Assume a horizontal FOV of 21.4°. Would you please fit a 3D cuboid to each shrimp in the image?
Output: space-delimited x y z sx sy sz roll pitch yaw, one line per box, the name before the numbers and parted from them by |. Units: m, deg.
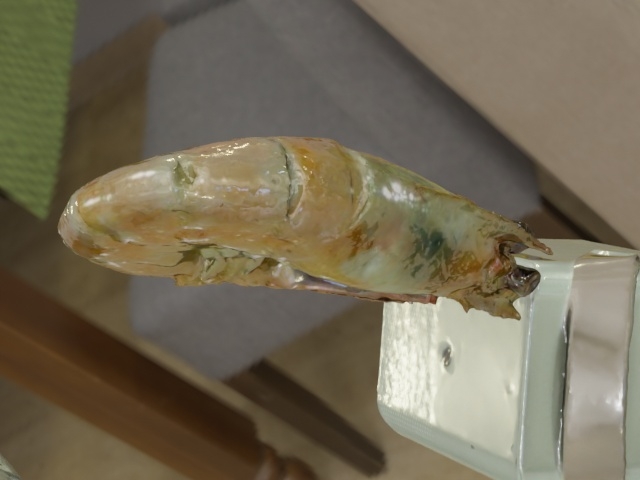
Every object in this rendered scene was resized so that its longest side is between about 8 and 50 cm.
shrimp | 0.000 -0.002 0.635 0.115 0.217 0.051 -11 75 49

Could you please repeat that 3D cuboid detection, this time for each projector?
projector | 0.168 0.082 1.175 0.242 0.177 0.164 -167 78 -65

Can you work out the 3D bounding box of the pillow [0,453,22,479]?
pillow | -0.194 0.178 0.808 0.134 0.181 0.078 47 123 8
